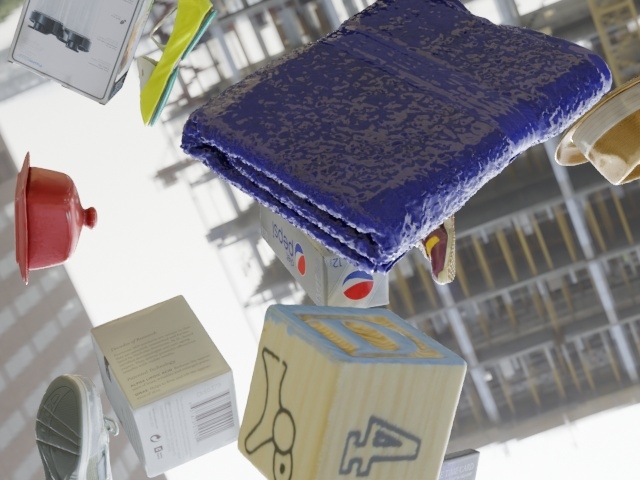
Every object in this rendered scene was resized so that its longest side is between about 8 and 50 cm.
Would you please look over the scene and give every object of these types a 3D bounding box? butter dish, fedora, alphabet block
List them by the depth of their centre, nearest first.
[{"bbox_3d":[0.371,-0.124,1.338,0.194,0.079,0.194,-24,161,-9],"label":"fedora"},{"bbox_3d":[0.034,0.202,1.390,0.193,0.197,0.192,5,-165,-31],"label":"alphabet block"},{"bbox_3d":[-0.388,-0.034,1.680,0.118,0.160,0.160,1,-154,-12],"label":"butter dish"}]

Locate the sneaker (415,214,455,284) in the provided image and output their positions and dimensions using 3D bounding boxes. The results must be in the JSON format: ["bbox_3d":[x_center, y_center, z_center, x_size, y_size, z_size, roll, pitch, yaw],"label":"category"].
[{"bbox_3d":[0.156,-0.006,1.684,0.083,0.070,0.186,-1,-138,6],"label":"sneaker"}]

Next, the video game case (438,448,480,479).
[{"bbox_3d":[0.170,0.464,1.750,0.026,0.274,0.196,11,-176,34],"label":"video game case"}]

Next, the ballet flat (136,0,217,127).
[{"bbox_3d":[-0.251,-0.297,1.848,0.231,0.077,0.077,-59,-172,14],"label":"ballet flat"}]

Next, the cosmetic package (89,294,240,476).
[{"bbox_3d":[-0.223,0.208,1.653,0.151,0.151,0.184,-21,-138,-20],"label":"cosmetic package"}]

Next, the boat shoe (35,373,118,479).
[{"bbox_3d":[-0.379,0.347,1.830,0.118,0.321,0.103,20,-150,36],"label":"boat shoe"}]

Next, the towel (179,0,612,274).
[{"bbox_3d":[0.066,-0.102,0.945,0.227,0.076,0.308,31,-131,31],"label":"towel"}]

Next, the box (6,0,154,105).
[{"bbox_3d":[-0.337,-0.368,1.690,0.087,0.169,0.290,-72,-173,-63],"label":"box"}]

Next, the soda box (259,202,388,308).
[{"bbox_3d":[0.000,0.000,1.614,0.098,0.091,0.286,-10,-155,-18],"label":"soda box"}]
